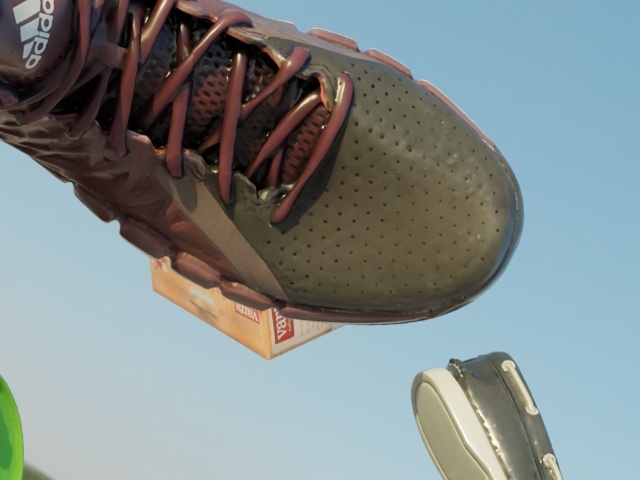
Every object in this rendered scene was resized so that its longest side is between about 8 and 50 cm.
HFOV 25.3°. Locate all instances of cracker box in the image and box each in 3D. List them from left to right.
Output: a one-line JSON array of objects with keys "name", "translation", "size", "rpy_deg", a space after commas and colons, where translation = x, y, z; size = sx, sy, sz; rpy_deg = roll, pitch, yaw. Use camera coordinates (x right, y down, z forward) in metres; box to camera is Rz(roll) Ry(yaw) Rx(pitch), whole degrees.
[{"name": "cracker box", "translation": [0.000, 0.000, 1.129], "size": [0.156, 0.232, 0.067], "rpy_deg": [26, -51, 45]}]

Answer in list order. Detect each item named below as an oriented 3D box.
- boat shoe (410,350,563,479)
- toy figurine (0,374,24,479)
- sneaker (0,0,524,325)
[{"name": "boat shoe", "translation": [0.177, 0.227, 1.159], "size": [0.302, 0.091, 0.114], "rpy_deg": [67, -21, 17]}, {"name": "toy figurine", "translation": [-0.242, 0.081, 0.650], "size": [0.159, 0.130, 0.173], "rpy_deg": [8, -60, 27]}, {"name": "sneaker", "translation": [-0.062, -0.046, 0.464], "size": [0.281, 0.106, 0.162], "rpy_deg": [23, 2, 1]}]
